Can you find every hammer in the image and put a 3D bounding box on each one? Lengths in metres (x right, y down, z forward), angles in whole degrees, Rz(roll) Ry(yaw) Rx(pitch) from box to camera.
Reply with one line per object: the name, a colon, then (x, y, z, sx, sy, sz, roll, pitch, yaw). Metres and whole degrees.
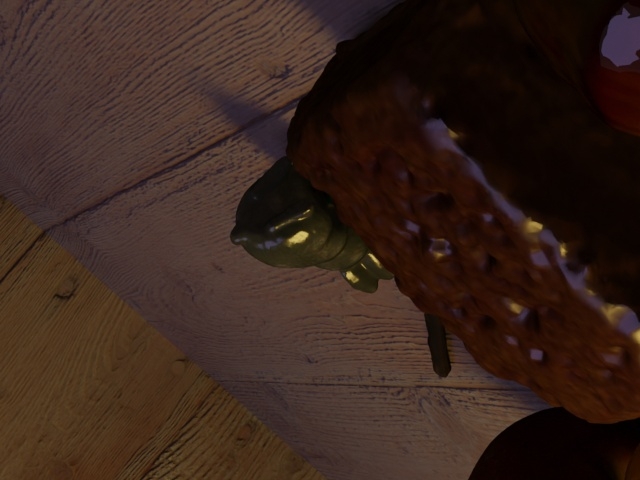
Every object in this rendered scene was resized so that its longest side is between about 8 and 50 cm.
hammer: (0.143, 0.106, 1.752, 0.125, 0.027, 0.297, 32, 162, 19)

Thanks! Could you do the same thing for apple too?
apple: (0.300, 0.323, 1.572, 0.288, 0.288, 0.317, 40, 154, -2)

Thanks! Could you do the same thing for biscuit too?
biscuit: (0.162, -0.023, 1.155, 0.395, 0.166, 0.342, 43, 161, -8)

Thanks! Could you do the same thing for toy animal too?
toy animal: (-0.006, -0.009, 1.636, 0.108, 0.138, 0.236, 61, -169, 28)

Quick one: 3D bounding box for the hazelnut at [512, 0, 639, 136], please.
hazelnut: (0.202, -0.153, 0.716, 0.229, 0.229, 0.229, 35, 163, 13)

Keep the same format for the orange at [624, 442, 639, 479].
orange: (0.383, 0.246, 1.358, 0.177, 0.178, 0.155, 29, -173, 29)
